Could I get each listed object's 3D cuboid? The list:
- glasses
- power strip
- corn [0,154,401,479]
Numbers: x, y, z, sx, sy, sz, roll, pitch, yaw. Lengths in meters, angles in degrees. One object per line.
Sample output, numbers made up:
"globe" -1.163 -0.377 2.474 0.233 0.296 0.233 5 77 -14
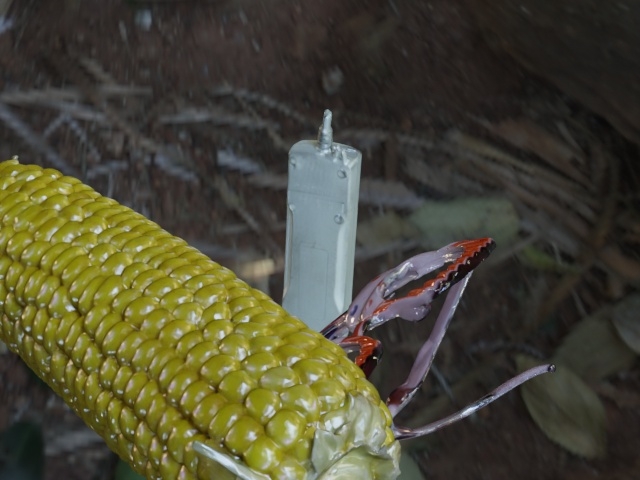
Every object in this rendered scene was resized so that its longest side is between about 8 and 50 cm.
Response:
"glasses" 0.031 0.082 1.138 0.255 0.162 0.095 -38 106 -34
"power strip" 0.000 0.000 1.299 0.047 0.030 0.191 11 114 16
"corn" -0.071 0.042 0.779 0.091 0.260 0.091 -37 138 -20
